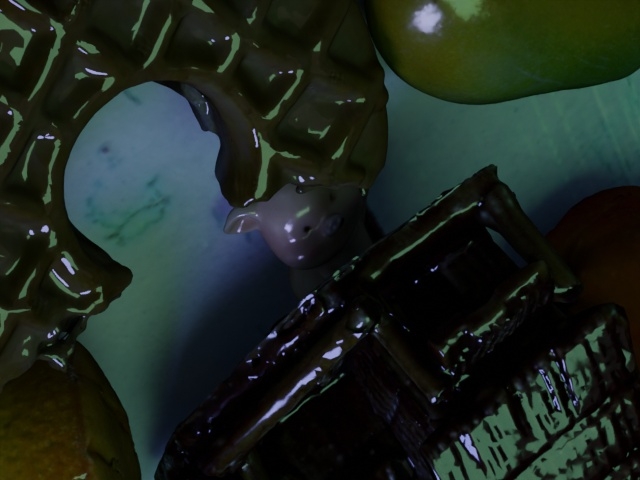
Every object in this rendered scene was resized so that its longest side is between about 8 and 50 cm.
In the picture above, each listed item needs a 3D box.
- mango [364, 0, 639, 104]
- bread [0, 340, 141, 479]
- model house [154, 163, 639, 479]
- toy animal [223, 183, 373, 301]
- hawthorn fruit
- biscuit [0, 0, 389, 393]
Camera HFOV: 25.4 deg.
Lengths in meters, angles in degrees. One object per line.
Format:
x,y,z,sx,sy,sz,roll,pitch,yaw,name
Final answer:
0.145,-0.168,0.981,0.251,0.114,0.156,1,109,-25,mango
-0.194,0.197,0.988,0.142,0.195,0.270,-4,124,-16,bread
0.074,0.171,0.986,0.317,0.282,0.297,-34,165,-10,model house
-0.005,-0.001,1.037,0.089,0.083,0.150,-3,129,29,toy animal
0.300,0.058,1.135,0.299,0.211,0.211,-5,120,-22,hawthorn fruit
-0.132,-0.079,0.873,0.366,0.115,0.268,-32,121,-21,biscuit
